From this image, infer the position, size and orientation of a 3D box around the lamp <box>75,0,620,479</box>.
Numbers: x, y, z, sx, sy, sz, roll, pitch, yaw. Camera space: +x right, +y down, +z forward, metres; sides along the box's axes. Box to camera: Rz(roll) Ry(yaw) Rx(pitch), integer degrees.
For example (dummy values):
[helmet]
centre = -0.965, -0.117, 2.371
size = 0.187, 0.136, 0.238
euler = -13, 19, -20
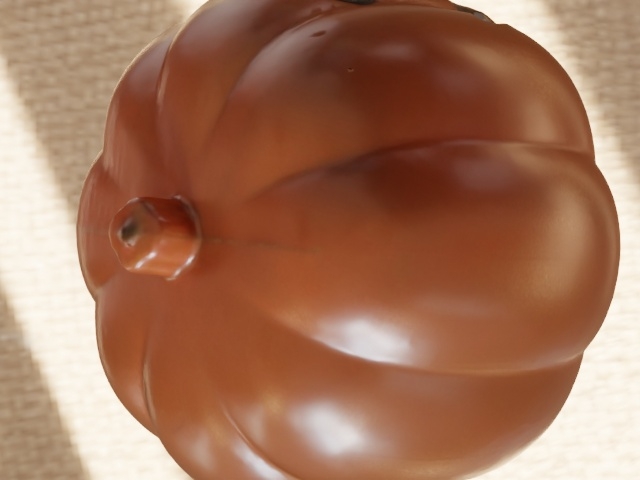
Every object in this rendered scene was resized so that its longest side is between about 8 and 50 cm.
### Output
[lamp]
centre = 0.000, 0.000, 0.673
size = 0.187, 0.164, 0.188
euler = -3, 86, 50
